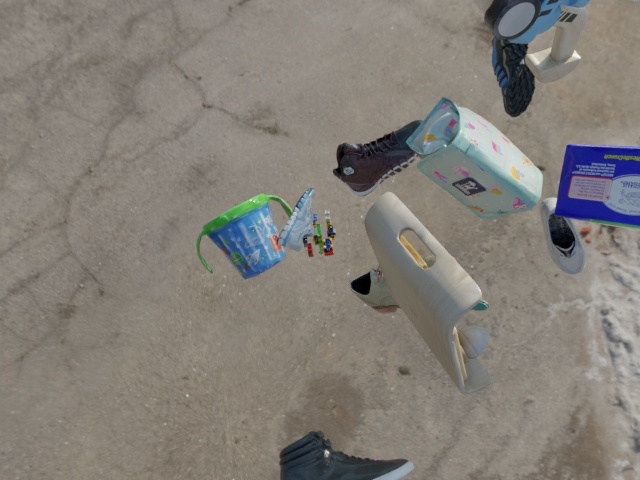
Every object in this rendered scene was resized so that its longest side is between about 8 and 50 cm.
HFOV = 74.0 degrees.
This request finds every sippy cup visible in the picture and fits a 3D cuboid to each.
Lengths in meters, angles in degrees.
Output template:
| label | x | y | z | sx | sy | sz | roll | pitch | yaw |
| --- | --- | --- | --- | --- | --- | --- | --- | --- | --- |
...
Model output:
| label | x | y | z | sx | sy | sz | roll | pitch | yaw |
| --- | --- | --- | --- | --- | --- | --- | --- | --- | --- |
| sippy cup | -0.234 | -0.003 | 1.406 | 0.305 | 0.240 | 0.224 | -26 | 96 | 18 |

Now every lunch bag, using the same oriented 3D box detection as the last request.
| label | x | y | z | sx | sy | sz | roll | pitch | yaw |
| --- | --- | --- | --- | --- | --- | --- | --- | --- | --- |
| lunch bag | 0.315 | -0.166 | 0.884 | 0.223 | 0.160 | 0.262 | 35 | 21 | -14 |

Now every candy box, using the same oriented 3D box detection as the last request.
| label | x | y | z | sx | sy | sz | roll | pitch | yaw |
| --- | --- | --- | --- | --- | --- | --- | --- | --- | --- |
| candy box | 0.563 | -0.068 | 0.672 | 0.317 | 0.268 | 0.122 | -2 | 103 | -45 |

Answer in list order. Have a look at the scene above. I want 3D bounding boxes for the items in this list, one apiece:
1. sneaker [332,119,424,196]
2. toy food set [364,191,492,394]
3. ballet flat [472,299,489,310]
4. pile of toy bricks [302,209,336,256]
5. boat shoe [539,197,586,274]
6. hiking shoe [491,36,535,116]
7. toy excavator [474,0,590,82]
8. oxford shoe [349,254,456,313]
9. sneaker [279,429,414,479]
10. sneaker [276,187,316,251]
| label | x | y | z | sx | sy | sz | roll | pitch | yaw |
| --- | --- | --- | --- | --- | --- | --- | --- | --- | --- |
| sneaker | 0.145 | -0.242 | 1.145 | 0.162 | 0.281 | 0.107 | 26 | 35 | -35 |
| toy food set | 0.182 | 0.087 | 0.661 | 0.092 | 0.306 | 0.220 | -30 | 48 | -2 |
| ballet flat | 0.382 | 0.158 | 1.084 | 0.041 | 0.114 | 0.041 | 10 | 71 | -31 |
| pile of toy bricks | 0.000 | 0.000 | 1.521 | 0.117 | 0.105 | 0.212 | -8 | 44 | 3 |
| boat shoe | 0.487 | 0.003 | 0.848 | 0.184 | 0.066 | 0.063 | 64 | 31 | -24 |
| hiking shoe | 0.685 | -0.601 | 1.525 | 0.113 | 0.305 | 0.132 | -15 | 25 | -1 |
| toy excavator | 0.555 | -0.581 | 1.027 | 0.444 | 0.433 | 0.223 | -5 | 60 | -19 |
| oxford shoe | 0.226 | 0.125 | 1.248 | 0.146 | 0.397 | 0.141 | 26 | 58 | -19 |
| sneaker | 0.048 | 0.463 | 0.893 | 0.295 | 0.105 | 0.147 | -7 | 51 | -18 |
| sneaker | -0.045 | -0.053 | 1.150 | 0.082 | 0.071 | 0.191 | 28 | 72 | -6 |
